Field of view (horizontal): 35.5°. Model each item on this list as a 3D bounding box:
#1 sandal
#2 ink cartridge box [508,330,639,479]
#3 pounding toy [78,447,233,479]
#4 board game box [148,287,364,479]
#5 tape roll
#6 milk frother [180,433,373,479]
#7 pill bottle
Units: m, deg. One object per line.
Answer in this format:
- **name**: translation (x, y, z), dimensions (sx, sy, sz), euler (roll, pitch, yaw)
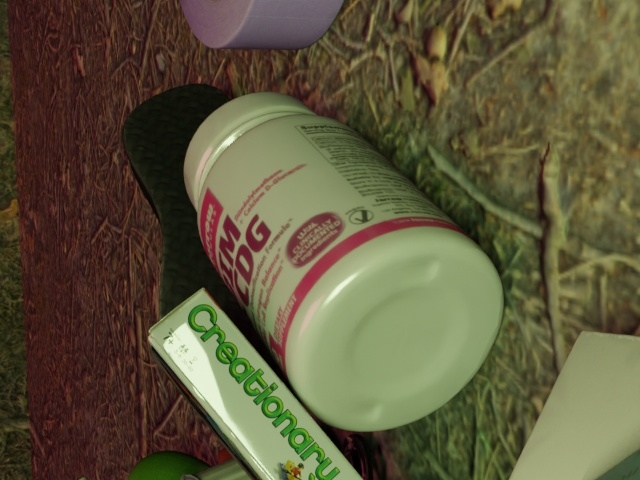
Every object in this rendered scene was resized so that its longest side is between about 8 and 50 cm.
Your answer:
- **sandal**: translation (-0.085, 0.008, 0.998), dimensions (0.107, 0.168, 0.445), euler (74, 176, -47)
- **ink cartridge box**: translation (0.169, 0.173, 0.404), dimensions (0.261, 0.066, 0.296), euler (-62, 22, -13)
- **pounding toy**: translation (-0.132, 0.302, 1.106), dimensions (0.110, 0.237, 0.182), euler (-34, 73, 20)
- **board game box**: translation (-0.010, 0.177, 0.722), dimensions (0.305, 0.053, 0.193), euler (50, 166, 2)
- **tape roll**: translation (-0.059, -0.316, 0.926), dimensions (0.275, 0.090, 0.274), euler (15, 107, 63)
- **milk frother**: translation (-0.035, 0.226, 0.902), dimensions (0.129, 0.135, 0.143), euler (49, 141, 31)
- **pill bottle**: translation (0.000, 0.000, 0.767), dimensions (0.283, 0.161, 0.160), euler (-130, 43, -51)
